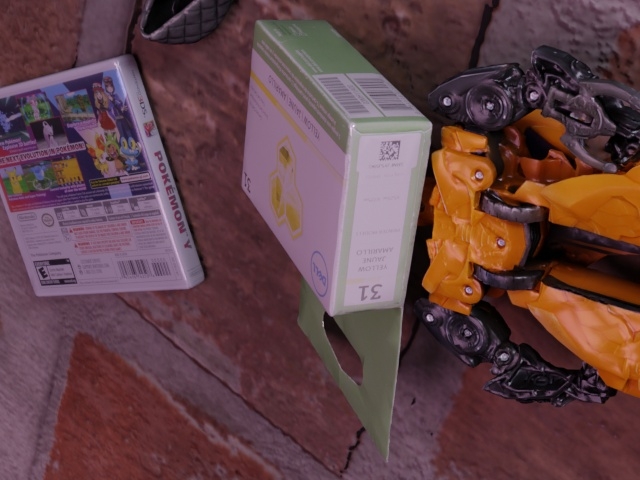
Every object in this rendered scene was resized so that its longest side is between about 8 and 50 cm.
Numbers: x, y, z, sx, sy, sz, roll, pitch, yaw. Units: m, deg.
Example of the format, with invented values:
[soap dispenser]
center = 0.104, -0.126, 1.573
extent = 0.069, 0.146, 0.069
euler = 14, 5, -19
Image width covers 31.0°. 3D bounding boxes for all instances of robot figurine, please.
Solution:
[robot figurine]
center = 0.176, 0.010, 0.615
extent = 0.291, 0.085, 0.211
euler = 20, 121, 30

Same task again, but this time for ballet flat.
[ballet flat]
center = -0.067, -0.191, 0.740
extent = 0.057, 0.049, 0.173
euler = 42, 131, 14

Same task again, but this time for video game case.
[video game case]
center = -0.193, -0.045, 0.931
extent = 0.201, 0.023, 0.183
euler = -4, 108, 41

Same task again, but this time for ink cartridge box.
[ink cartridge box]
center = 0.000, 0.000, 0.721
extent = 0.171, 0.056, 0.235
euler = -126, 37, -53
